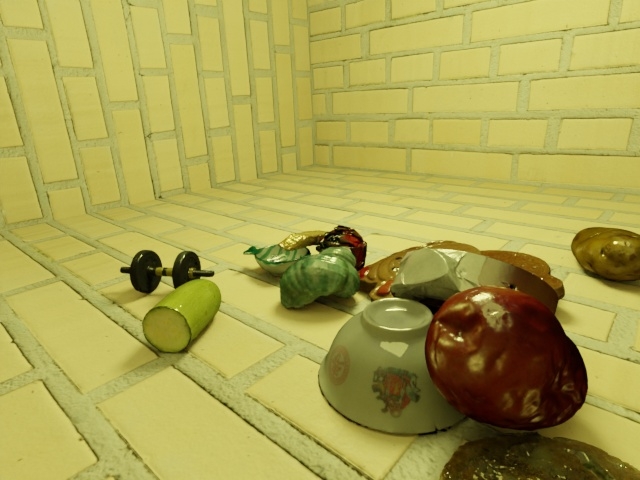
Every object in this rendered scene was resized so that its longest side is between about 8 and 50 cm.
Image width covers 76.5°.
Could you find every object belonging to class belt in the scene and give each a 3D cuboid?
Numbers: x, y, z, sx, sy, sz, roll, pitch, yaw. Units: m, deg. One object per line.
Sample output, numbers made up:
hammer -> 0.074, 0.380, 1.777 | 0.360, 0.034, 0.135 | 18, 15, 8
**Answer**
belt -> 0.330, 0.131, 0.908 | 0.339, 0.217, 0.122 | 18, 60, 26

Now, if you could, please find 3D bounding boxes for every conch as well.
conch -> 0.013, 0.109, 1.218 | 0.277, 0.195, 0.220 | -48, 14, -30

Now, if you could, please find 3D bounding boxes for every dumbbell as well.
dumbbell -> -0.500, 0.102, 1.319 | 0.326, 0.143, 0.143 | 1, 19, 10

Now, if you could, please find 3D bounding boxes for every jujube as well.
jujube -> 0.323, 0.205, 0.695 | 0.318, 0.223, 0.223 | 29, 3, -29

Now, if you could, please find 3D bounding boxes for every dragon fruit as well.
dragon fruit -> 0.076, 0.035, 1.395 | 0.182, 0.182, 0.189 | 15, 27, 42

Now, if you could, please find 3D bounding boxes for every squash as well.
squash -> -0.352, 0.183, 1.094 | 0.133, 0.132, 0.247 | 1, 17, 11

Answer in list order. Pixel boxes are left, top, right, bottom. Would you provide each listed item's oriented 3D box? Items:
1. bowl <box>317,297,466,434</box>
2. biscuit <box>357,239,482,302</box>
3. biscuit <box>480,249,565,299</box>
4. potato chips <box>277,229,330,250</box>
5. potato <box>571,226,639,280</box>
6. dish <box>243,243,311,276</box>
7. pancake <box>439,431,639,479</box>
bowl -> 0.162, 0.221, 0.860 | 0.346, 0.157, 0.345 | -2, 18, 1
biscuit -> 0.286, 0.097, 1.219 | 0.381, 0.074, 0.359 | -7, 19, 25
biscuit -> 0.520, 0.129, 1.194 | 0.394, 0.070, 0.350 | -23, 23, -39
potato chips -> 0.000, 0.000, 1.485 | 0.057, 0.080, 0.407 | 39, 20, 27
potato -> 0.947, 0.035, 1.330 | 0.195, 0.176, 0.369 | -39, -1, 18
dish -> -0.149, 0.074, 1.452 | 0.246, 0.078, 0.224 | 4, 20, 17
pancake -> 0.328, 0.376, 0.527 | 0.356, 0.065, 0.356 | -1, 20, 1
